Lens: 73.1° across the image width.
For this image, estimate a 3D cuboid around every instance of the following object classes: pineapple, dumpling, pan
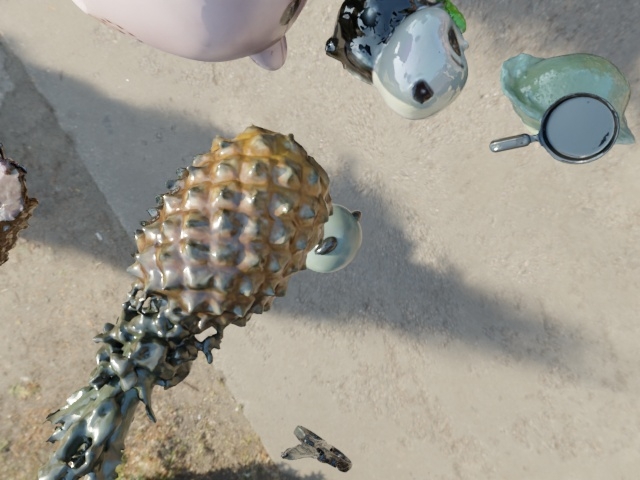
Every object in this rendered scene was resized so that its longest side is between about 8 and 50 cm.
[{"bbox_3d":[-0.128,0.053,0.416,0.175,0.175,0.361,32,69,1],"label":"pineapple"},{"bbox_3d":[0.599,-0.343,1.040,0.320,0.270,0.212,7,107,23],"label":"dumpling"},{"bbox_3d":[0.455,-0.211,0.858,0.235,0.028,0.136,-3,111,44],"label":"pan"}]

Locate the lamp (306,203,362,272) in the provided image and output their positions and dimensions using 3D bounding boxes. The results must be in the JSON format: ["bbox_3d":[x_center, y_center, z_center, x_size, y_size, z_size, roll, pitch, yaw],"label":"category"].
[{"bbox_3d":[0.000,0.000,1.175,0.243,0.197,0.198,-21,98,49],"label":"lamp"}]

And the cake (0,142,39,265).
[{"bbox_3d":[-0.368,0.013,0.382,0.295,0.113,0.116,-40,100,20],"label":"cake"}]

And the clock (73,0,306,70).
[{"bbox_3d":[-0.184,-0.364,0.466,0.376,0.368,0.250,43,77,-3],"label":"clock"}]

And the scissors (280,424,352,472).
[{"bbox_3d":[-0.013,0.300,0.615,0.109,0.300,0.022,28,75,20],"label":"scissors"}]

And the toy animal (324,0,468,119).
[{"bbox_3d":[0.165,-0.365,0.812,0.267,0.212,0.212,45,103,13],"label":"toy animal"}]
